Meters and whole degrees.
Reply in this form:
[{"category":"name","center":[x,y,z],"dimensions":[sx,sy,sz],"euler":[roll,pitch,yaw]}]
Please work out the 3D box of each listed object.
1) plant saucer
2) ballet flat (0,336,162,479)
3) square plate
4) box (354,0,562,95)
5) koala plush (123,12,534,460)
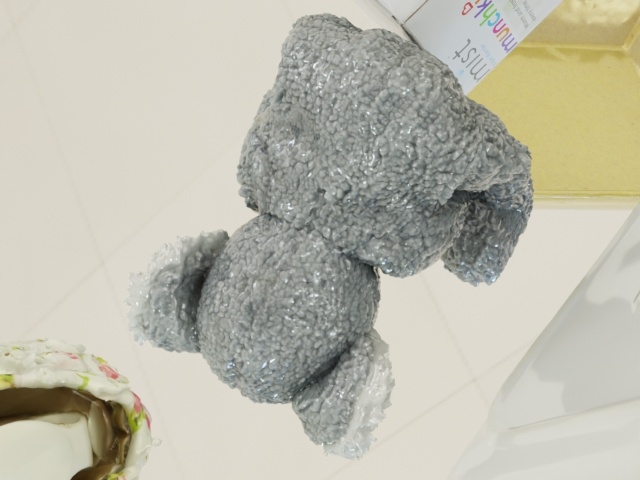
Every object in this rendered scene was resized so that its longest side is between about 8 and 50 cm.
[{"category":"plant saucer","center":[0.255,-0.145,1.271],"dimensions":[0.081,0.332,0.333],"euler":[103,163,-49]},{"category":"ballet flat","center":[-0.151,0.077,0.347],"dimensions":[0.077,0.241,0.091],"euler":[-2,103,48]},{"category":"square plate","center":[0.221,0.010,0.602],"dimensions":[0.049,0.344,0.347],"euler":[46,150,-7]},{"category":"box","center":[0.081,-0.275,0.847],"dimensions":[0.231,0.127,0.262],"euler":[-46,58,6]},{"category":"koala plush","center":[0.000,0.000,0.708],"dimensions":[0.196,0.203,0.221],"euler":[32,84,10]}]
